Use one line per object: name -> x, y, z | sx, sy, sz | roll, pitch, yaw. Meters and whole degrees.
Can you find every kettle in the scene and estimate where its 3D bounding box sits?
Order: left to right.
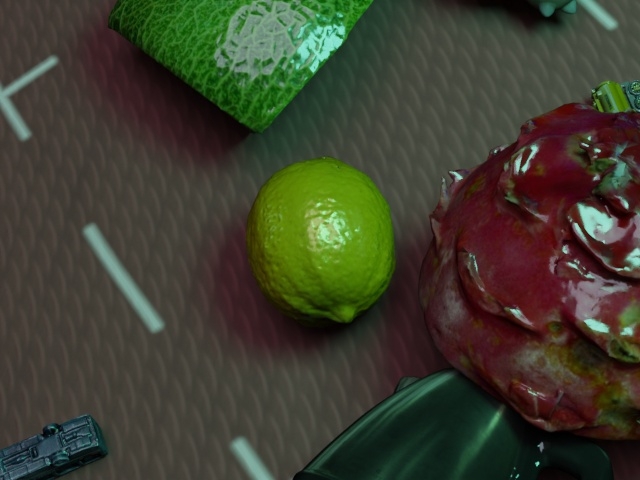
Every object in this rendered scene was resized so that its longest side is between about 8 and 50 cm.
kettle -> 0.123, 0.233, 1.035 | 0.207, 0.250, 0.271 | 50, 61, -10

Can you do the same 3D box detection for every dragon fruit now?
dragon fruit -> 0.292, -0.001, 1.064 | 0.371, 0.249, 0.386 | 22, 47, 13

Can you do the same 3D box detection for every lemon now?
lemon -> 0.001, 0.003, 1.192 | 0.180, 0.180, 0.193 | -22, 86, -3

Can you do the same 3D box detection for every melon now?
melon -> -0.057, -0.318, 1.354 | 0.331, 0.226, 0.343 | 35, 87, 40

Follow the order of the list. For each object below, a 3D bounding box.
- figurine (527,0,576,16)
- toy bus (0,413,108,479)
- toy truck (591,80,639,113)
figurine -> 0.195, -0.454, 1.314 | 0.380, 0.203, 0.248 | 24, 53, -23
toy bus -> -0.326, 0.252, 1.177 | 0.166, 0.065, 0.047 | -23, 63, -5
toy truck -> 0.377, -0.140, 1.271 | 0.062, 0.052, 0.123 | -16, 62, 6
